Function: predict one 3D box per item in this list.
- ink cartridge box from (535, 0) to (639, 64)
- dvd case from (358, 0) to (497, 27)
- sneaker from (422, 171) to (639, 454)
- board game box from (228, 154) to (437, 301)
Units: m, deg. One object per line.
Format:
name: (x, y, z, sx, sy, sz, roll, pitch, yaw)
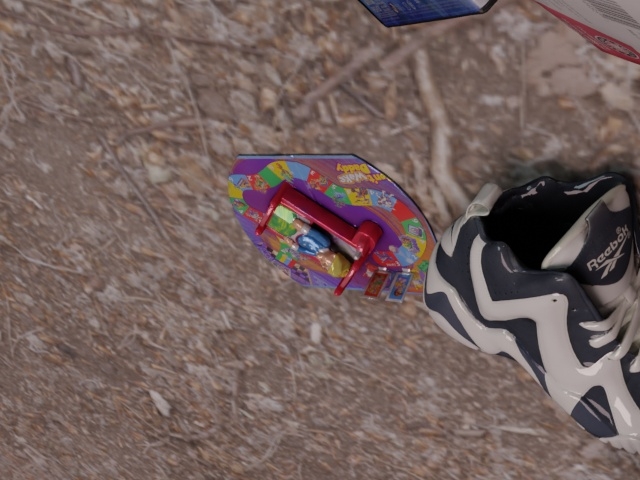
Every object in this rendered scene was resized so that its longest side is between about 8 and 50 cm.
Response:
ink cartridge box: (0.179, -0.102, 0.463, 0.218, 0.092, 0.158, 31, -172, 38)
dvd case: (-0.030, -0.198, 0.599, 0.253, 0.022, 0.180, 42, 179, -13)
sneaker: (0.176, 0.038, 0.740, 0.235, 0.094, 0.153, 34, 155, 16)
board game box: (0.000, 0.000, 0.886, 0.168, 0.033, 0.133, 2, 135, 35)
